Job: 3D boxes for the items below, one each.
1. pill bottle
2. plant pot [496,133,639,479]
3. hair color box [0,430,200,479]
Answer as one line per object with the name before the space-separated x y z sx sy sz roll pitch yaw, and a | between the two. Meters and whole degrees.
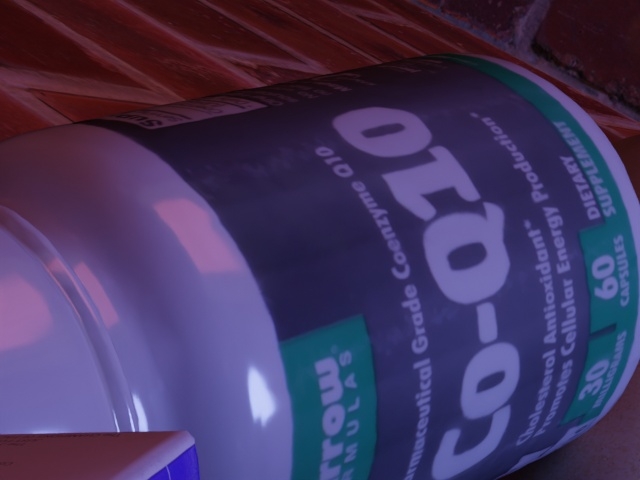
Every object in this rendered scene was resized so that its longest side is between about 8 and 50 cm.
pill bottle | -0.040 0.042 0.726 0.204 0.204 0.361 33 33 32
plant pot | 0.189 0.108 0.945 0.256 0.256 0.274 25 31 6
hair color box | -0.163 0.132 0.356 0.185 0.110 0.339 -3 7 19
